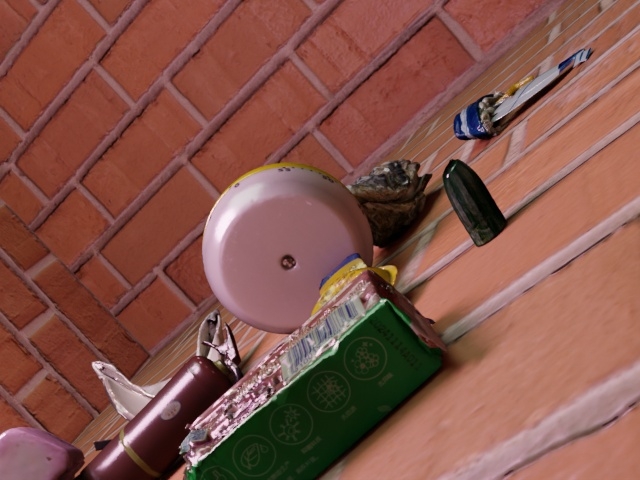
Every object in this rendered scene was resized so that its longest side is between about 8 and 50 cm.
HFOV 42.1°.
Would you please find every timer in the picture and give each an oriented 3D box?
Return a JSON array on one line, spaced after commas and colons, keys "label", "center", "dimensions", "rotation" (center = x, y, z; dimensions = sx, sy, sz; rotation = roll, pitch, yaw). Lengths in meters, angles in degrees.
[{"label": "timer", "center": [-0.052, -0.002, 1.324], "dimensions": [0.285, 0.285, 0.285], "rotation": [-42, 5, 5]}]

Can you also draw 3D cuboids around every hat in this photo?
[{"label": "hat", "center": [-0.262, 0.281, 1.539], "dimensions": [0.258, 0.168, 0.301], "rotation": [-24, 26, -10]}]

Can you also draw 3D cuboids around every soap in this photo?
[{"label": "soap", "center": [-0.013, 0.147, 0.794], "dimensions": [0.273, 0.098, 0.218], "rotation": [-43, 5, 4]}]

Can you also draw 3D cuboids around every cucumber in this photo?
[{"label": "cucumber", "center": [0.177, -0.048, 0.977], "dimensions": [0.048, 0.105, 0.048], "rotation": [-32, 6, 4]}]

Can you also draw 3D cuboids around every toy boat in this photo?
[{"label": "toy boat", "center": [0.395, -0.279, 1.599], "dimensions": [0.291, 0.067, 0.220], "rotation": [-26, 13, 30]}]

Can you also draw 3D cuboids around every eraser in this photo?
[{"label": "eraser", "center": [-0.490, 0.438, 1.316], "dimensions": [0.272, 0.122, 0.359], "rotation": [-62, 3, -17]}]

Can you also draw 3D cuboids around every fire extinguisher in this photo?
[{"label": "fire extinguisher", "center": [-0.240, 0.277, 1.290], "dimensions": [0.341, 0.141, 0.105], "rotation": [-46, -34, -6]}]

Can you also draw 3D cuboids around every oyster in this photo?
[{"label": "oyster", "center": [0.110, -0.072, 1.504], "dimensions": [0.351, 0.158, 0.162], "rotation": [-17, -57, -71]}]

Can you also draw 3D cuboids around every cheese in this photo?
[{"label": "cheese", "center": [0.037, 0.075, 1.080], "dimensions": [0.156, 0.064, 0.250], "rotation": [-41, 16, 10]}]

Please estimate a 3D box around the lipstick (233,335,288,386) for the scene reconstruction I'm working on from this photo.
[{"label": "lipstick", "center": [-0.084, 0.200, 1.233], "dimensions": [0.131, 0.038, 0.038], "rotation": [-43, 5, -7]}]
